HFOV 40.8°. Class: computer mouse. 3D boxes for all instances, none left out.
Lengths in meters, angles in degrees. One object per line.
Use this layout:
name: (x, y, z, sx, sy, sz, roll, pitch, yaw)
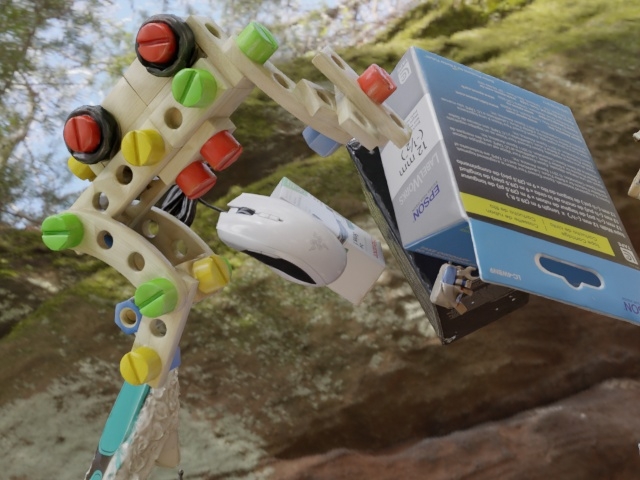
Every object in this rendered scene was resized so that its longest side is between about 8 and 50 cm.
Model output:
computer mouse: (-0.060, -0.020, 0.841, 0.106, 0.193, 0.042, -59, -12, -33)

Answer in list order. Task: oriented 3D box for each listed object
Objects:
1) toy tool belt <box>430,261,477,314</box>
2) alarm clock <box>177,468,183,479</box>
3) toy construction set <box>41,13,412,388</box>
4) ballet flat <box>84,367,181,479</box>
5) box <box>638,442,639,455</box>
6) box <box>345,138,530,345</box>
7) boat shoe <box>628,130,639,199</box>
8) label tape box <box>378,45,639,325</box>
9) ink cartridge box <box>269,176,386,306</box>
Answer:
toy tool belt: (0.184, 0.054, 1.154, 0.051, 0.052, 0.083, 21, -90, -7)
alarm clock: (-0.179, 0.397, 1.083, 0.064, 0.129, 0.192, 9, -63, -14)
toy construction set: (-0.092, -0.055, 0.709, 0.328, 0.215, 0.151, -41, -9, 8)
ballet flat: (-0.304, 0.371, 1.367, 0.147, 0.147, 0.408, 41, -112, -49)
box: (0.239, 0.189, 0.303, 0.103, 0.184, 0.261, 50, -150, -38)
box: (0.200, -0.023, 1.405, 0.183, 0.296, 0.294, -27, -22, 0)
boat shoe: (0.491, -0.148, 1.248, 0.068, 0.072, 0.190, 34, -108, -72)
label tape box: (0.207, -0.038, 0.965, 0.249, 0.347, 0.115, 15, -44, -26)
ink cartridge box: (0.000, 0.000, 1.495, 0.219, 0.160, 0.092, 33, -76, -9)
